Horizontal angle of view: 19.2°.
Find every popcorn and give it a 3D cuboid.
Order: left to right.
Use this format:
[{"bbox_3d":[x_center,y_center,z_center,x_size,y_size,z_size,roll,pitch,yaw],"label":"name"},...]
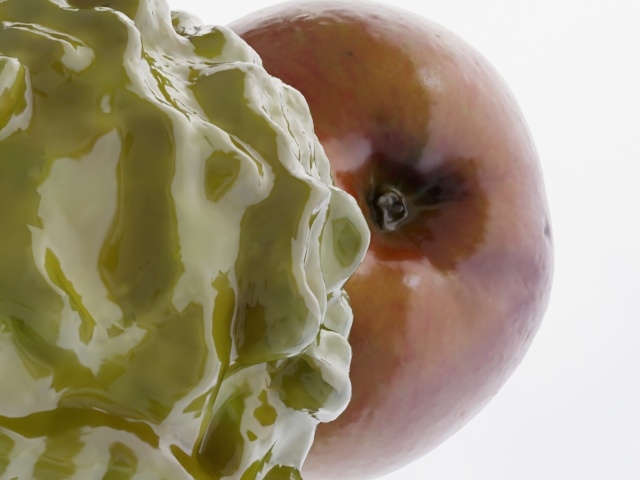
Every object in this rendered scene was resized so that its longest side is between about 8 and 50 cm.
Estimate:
[{"bbox_3d":[-0.109,0.017,0.578,0.249,0.225,0.249,-26,-133,32],"label":"popcorn"}]

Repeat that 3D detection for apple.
[{"bbox_3d":[0.000,0.000,0.789,0.164,0.209,0.209,-14,-103,62],"label":"apple"}]
